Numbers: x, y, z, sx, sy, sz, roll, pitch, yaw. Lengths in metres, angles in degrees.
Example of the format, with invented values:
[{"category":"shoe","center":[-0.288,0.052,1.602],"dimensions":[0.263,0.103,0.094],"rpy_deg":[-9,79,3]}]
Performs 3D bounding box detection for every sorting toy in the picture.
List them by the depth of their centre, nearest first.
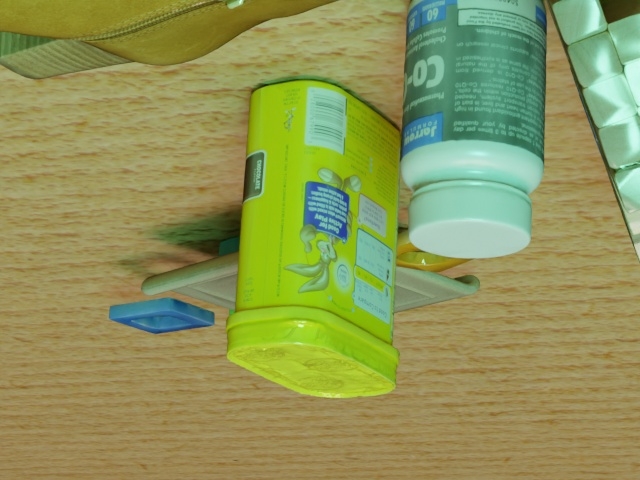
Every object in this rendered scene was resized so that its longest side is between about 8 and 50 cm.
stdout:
[{"category":"sorting toy","center":[-0.006,0.022,1.469],"dimensions":[0.196,0.047,0.348],"rpy_deg":[14,159,-42]}]

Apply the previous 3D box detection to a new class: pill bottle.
[{"category":"pill bottle","center":[0.082,-0.064,1.054],"dimensions":[0.078,0.137,0.078],"rpy_deg":[3,161,1]}]

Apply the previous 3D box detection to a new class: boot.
[{"category":"boot","center":[-0.125,-0.157,0.902],"dimensions":[0.211,0.104,0.295],"rpy_deg":[-15,160,30]}]

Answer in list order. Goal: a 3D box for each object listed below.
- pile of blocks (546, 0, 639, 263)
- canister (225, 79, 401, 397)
[{"category":"pile of blocks","center":[0.201,-0.074,1.054],"dimensions":[0.113,0.149,0.362],"rpy_deg":[-20,166,8]},{"category":"canister","center":[0.000,0.000,1.205],"dimensions":[0.073,0.169,0.126],"rpy_deg":[-8,158,30]}]
